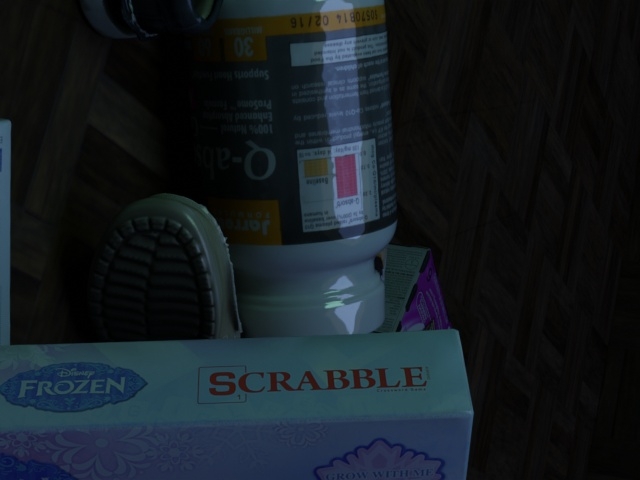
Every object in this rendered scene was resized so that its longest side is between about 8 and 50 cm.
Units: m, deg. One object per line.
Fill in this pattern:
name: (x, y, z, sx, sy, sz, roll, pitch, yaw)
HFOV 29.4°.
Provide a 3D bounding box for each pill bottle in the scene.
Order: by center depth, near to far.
pill bottle: (-0.021, -0.066, 0.980, 0.162, 0.162, 0.279, -27, 115, -61)

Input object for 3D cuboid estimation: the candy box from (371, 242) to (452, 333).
candy box: (0.073, 0.140, 1.364, 0.159, 0.071, 0.233, 69, 36, -46)

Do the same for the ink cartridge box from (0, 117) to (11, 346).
ink cartridge box: (-0.252, 0.046, 0.661, 0.223, 0.045, 0.224, -17, 111, -64)

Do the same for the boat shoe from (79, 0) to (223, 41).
boat shoe: (-0.085, -0.282, 0.890, 0.114, 0.091, 0.303, 34, 65, -63)

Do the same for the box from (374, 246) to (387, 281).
box: (0.000, 0.000, 1.186, 0.232, 0.058, 0.087, -1, 96, -65)

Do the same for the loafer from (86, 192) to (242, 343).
loafer: (-0.110, 0.063, 0.922, 0.092, 0.101, 0.269, -74, 170, -48)

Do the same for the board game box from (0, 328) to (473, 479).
board game box: (-0.085, 0.192, 0.687, 0.066, 0.318, 0.318, -95, -177, -53)
